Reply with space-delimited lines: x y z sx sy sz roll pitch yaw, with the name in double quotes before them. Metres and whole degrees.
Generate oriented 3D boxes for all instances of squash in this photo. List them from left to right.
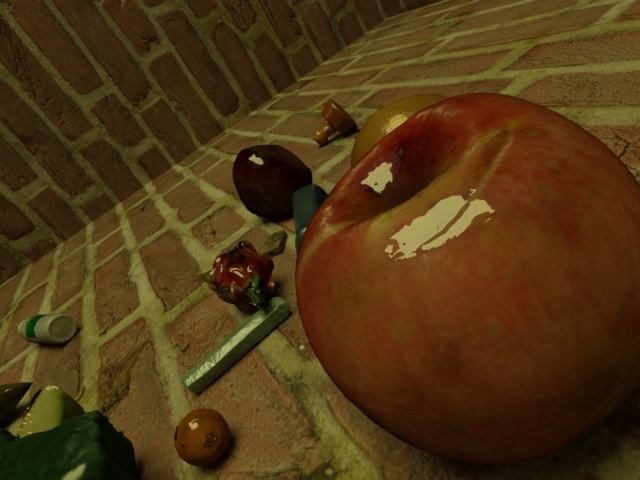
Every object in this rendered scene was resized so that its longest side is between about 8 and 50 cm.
"squash" -0.565 0.426 0.833 0.169 0.093 0.252 111 -175 -46

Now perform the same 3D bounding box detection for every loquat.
"loquat" 0.190 -0.154 0.851 0.263 0.263 0.263 -25 29 14

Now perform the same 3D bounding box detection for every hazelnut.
"hazelnut" -0.146 -0.169 1.285 0.252 0.217 0.217 21 55 29

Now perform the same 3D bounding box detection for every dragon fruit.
"dragon fruit" -0.162 0.079 0.927 0.135 0.137 0.236 -51 12 -4

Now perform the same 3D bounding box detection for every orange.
"orange" -0.181 0.301 0.675 0.084 0.083 0.083 -25 29 14

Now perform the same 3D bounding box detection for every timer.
"timer" 0.032 -0.410 1.591 0.152 0.132 0.132 -46 23 20

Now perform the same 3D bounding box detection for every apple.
"apple" 0.164 0.045 0.482 0.364 0.363 0.363 -25 29 14

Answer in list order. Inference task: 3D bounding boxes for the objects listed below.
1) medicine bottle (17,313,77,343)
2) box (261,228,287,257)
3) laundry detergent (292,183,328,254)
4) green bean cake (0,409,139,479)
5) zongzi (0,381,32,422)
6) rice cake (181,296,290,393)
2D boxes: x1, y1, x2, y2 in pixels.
"medicine bottle" -0.882 0.282 1.406 0.260 0.095 0.095 -11 35 36
"box" -0.119 0.008 1.143 0.053 0.024 0.083 -22 31 19
"laundry detergent" 0.000 0.000 0.918 0.094 0.143 0.289 -21 33 7
"green bean cake" -0.443 0.404 0.672 0.308 0.169 0.300 -37 29 -18
"zongzi" -0.862 0.469 1.061 0.290 0.122 0.260 -13 38 25
"rice cake" -0.159 0.199 0.857 0.245 0.042 0.045 -40 31 -16
